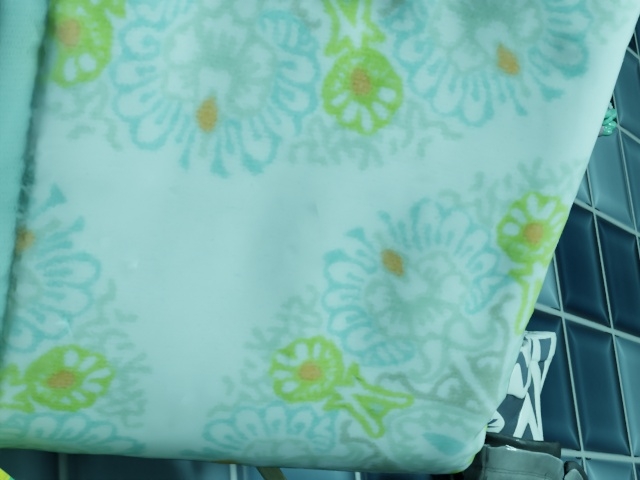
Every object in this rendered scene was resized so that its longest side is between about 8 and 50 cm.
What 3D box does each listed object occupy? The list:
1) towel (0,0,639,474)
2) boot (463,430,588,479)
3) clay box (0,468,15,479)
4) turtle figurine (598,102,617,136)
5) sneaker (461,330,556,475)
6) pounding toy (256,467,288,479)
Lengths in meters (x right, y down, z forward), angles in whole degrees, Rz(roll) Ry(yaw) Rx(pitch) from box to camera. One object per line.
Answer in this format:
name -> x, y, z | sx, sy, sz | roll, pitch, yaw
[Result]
towel -> -0.017, -0.044, 0.630 | 0.320, 0.374, 0.090 | 9, 23, -17
boot -> 0.106, 0.248, 0.936 | 0.338, 0.118, 0.223 | 33, 70, -62
clay box -> -0.221, 0.135, 0.570 | 0.222, 0.053, 0.127 | 49, 40, -34
turtle figurine -> 0.326, -0.220, 1.543 | 0.234, 0.118, 0.175 | 37, 61, -66
sneaker -> 0.170, 0.163, 1.163 | 0.235, 0.094, 0.153 | -7, 103, -79
pounding toy -> -0.040, 0.091, 0.843 | 0.206, 0.094, 0.181 | 1, 96, -58
